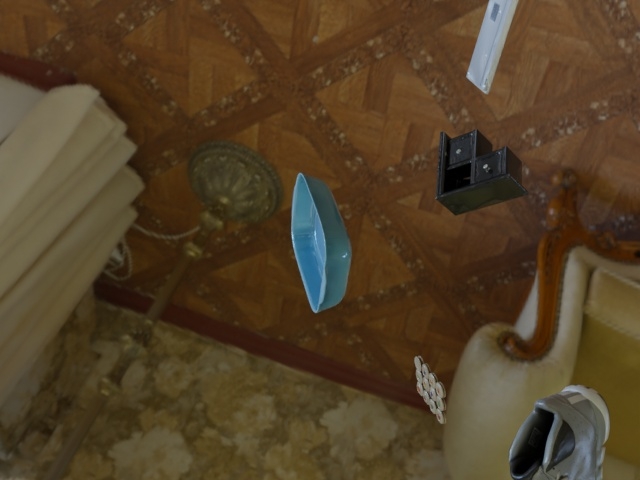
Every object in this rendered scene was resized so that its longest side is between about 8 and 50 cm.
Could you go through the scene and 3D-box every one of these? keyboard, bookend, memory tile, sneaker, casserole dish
[{"bbox_3d":[0.292,-0.370,1.343,0.014,0.072,0.256,0,125,-19],"label":"keyboard"},{"bbox_3d":[0.304,-0.146,1.539,0.157,0.156,0.072,-16,143,38],"label":"bookend"},{"bbox_3d":[0.255,0.346,1.911,0.012,0.148,0.113,-12,119,-14],"label":"memory tile"},{"bbox_3d":[0.258,0.280,0.916,0.132,0.228,0.086,1,175,-39],"label":"sneaker"},{"bbox_3d":[0.000,0.000,0.955,0.037,0.188,0.114,-2,126,-14],"label":"casserole dish"}]
